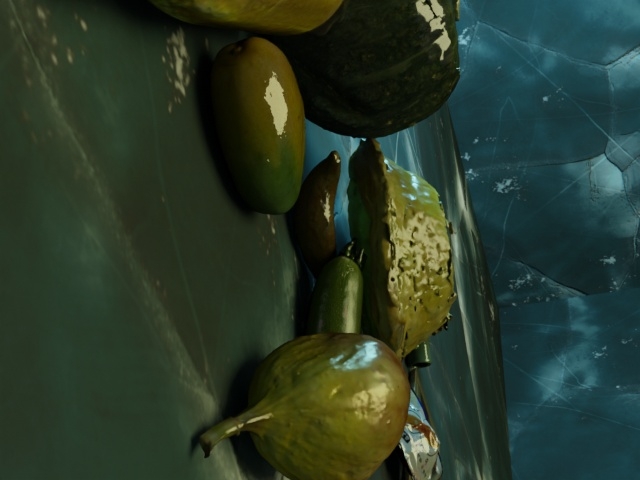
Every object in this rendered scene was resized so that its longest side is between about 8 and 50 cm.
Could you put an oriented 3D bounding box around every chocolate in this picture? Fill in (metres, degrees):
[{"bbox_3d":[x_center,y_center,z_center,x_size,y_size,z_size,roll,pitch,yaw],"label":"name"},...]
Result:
[{"bbox_3d":[-0.082,-0.264,0.785,0.445,0.162,0.162,-43,121,-70],"label":"chocolate"}]

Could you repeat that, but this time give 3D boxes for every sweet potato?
[{"bbox_3d":[-0.001,0.002,1.098,0.069,0.059,0.249,-28,125,-38],"label":"sweet potato"}]

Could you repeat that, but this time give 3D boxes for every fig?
[{"bbox_3d":[-0.023,0.168,0.806,0.257,0.159,0.159,-2,82,-55],"label":"fig"}]

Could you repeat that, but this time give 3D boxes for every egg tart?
[{"bbox_3d":[0.115,0.020,1.219,0.345,0.132,0.345,173,-90,-90],"label":"egg tart"}]

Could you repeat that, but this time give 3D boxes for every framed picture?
[{"bbox_3d":[0.190,0.413,1.581,0.289,0.016,0.213,-76,152,-55],"label":"framed picture"}]

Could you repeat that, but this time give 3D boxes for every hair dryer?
[{"bbox_3d":[0.163,0.191,1.606,0.150,0.047,0.071,34,45,-55],"label":"hair dryer"}]

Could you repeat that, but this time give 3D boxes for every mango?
[{"bbox_3d":[-0.062,-0.116,0.906,0.130,0.092,0.195,-81,164,-55],"label":"mango"}]

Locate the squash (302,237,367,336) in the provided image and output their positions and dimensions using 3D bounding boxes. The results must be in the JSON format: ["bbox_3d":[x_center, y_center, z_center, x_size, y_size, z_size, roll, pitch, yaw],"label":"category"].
[{"bbox_3d":[0.016,0.141,1.019,0.080,0.071,0.318,131,-33,-52],"label":"squash"}]

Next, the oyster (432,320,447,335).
[{"bbox_3d":[0.160,0.072,1.611,0.345,0.078,0.129,59,5,-48],"label":"oyster"}]

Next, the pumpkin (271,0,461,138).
[{"bbox_3d":[0.058,-0.303,1.137,0.291,0.257,0.328,-76,158,-70],"label":"pumpkin"}]

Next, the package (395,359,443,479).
[{"bbox_3d":[0.138,0.295,1.401,0.269,0.071,0.194,66,14,-2],"label":"package"}]
